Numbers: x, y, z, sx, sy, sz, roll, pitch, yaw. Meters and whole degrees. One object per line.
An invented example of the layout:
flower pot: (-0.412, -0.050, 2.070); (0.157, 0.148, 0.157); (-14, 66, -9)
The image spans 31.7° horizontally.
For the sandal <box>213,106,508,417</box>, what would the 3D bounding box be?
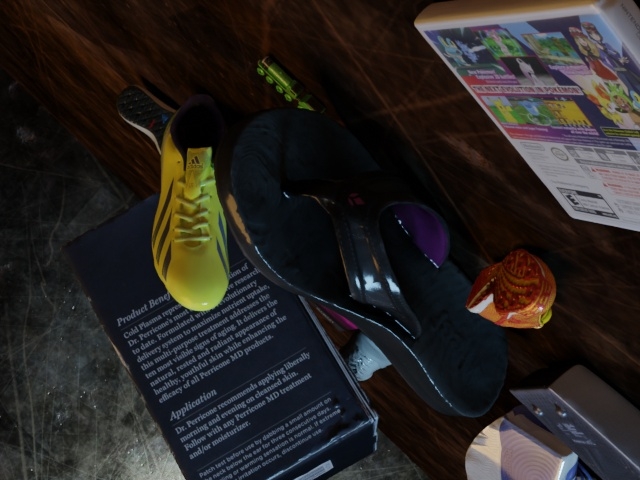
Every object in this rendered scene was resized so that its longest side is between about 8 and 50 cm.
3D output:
sandal: (0.076, 0.019, 1.083); (0.107, 0.167, 0.446); (-6, 144, 43)

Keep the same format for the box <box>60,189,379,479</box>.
box: (-0.144, 0.192, 1.862); (0.472, 0.297, 0.480); (60, 175, 15)

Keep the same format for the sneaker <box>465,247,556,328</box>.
sneaker: (0.183, 0.047, 0.999); (0.067, 0.064, 0.175); (24, 176, -3)

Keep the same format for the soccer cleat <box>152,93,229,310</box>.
soccer cleat: (-0.156, -0.053, 1.386); (0.093, 0.289, 0.121); (4, 147, -14)

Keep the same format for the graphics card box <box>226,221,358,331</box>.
graphics card box: (0.000, 0.000, 1.382); (0.233, 0.094, 0.371); (44, 171, -3)

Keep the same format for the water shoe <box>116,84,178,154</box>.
water shoe: (-0.214, -0.162, 1.670); (0.203, 0.073, 0.080); (44, -167, 20)

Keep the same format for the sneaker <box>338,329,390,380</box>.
sneaker: (0.080, 0.192, 1.872); (0.094, 0.091, 0.258); (42, 170, 8)

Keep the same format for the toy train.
toy train: (-0.029, -0.148, 1.091); (0.083, 0.017, 0.024); (43, 160, 0)

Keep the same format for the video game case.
video game case: (0.158, -0.071, 0.659); (0.183, 0.023, 0.201); (47, 171, -20)

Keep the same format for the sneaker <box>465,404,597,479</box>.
sneaker: (0.285, 0.311, 1.486); (0.127, 0.182, 0.315); (36, 139, 29)

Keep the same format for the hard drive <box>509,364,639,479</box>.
hard drive: (0.321, 0.225, 1.169); (0.254, 0.054, 0.172); (43, 170, 2)
